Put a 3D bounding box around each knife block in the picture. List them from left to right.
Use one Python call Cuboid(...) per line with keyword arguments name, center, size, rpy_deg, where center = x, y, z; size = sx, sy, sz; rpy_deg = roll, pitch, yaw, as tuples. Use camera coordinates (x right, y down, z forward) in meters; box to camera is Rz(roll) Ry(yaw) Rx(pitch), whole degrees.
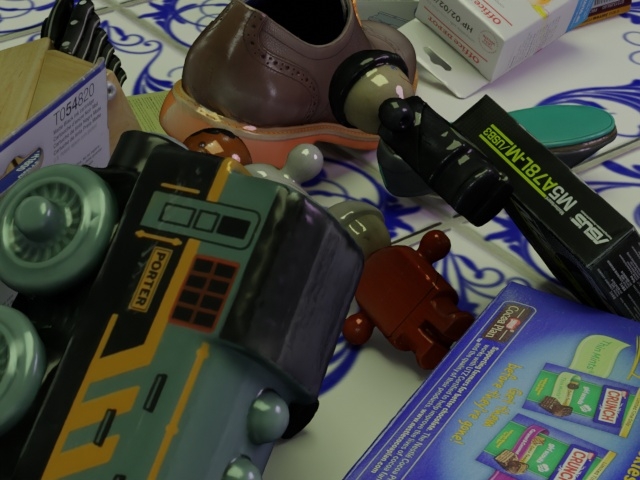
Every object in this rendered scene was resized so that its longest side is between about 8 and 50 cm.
Cuboid(name="knife block", center=(-0.258, -0.085, 1.162), size=(0.275, 0.088, 0.242), rpy_deg=(-42, 40, -24))

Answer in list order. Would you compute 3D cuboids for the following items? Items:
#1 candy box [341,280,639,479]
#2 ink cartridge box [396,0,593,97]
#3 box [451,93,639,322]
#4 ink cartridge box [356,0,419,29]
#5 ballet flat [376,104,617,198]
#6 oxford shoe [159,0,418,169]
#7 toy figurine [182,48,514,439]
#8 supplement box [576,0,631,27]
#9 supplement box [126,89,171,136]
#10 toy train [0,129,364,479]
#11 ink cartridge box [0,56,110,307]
Cuboid(name="candy box", center=(0.190, 0.173, 0.802), size=(0.317, 0.122, 0.268), rpy_deg=(18, 35, 24))
Cuboid(name="ink cartridge box", center=(0.165, -0.221, 1.407), size=(0.181, 0.061, 0.104), rpy_deg=(-35, 68, -29))
Cuboid(name="box", center=(0.181, 0.010, 1.002), size=(0.045, 0.191, 0.184), rpy_deg=(-39, 42, 4))
Cuboid(name="ink cartridge box", center=(0.032, -0.240, 1.491), size=(0.207, 0.046, 0.097), rpy_deg=(-1, 32, -5))
Cuboid(name="ballet flat", center=(0.141, -0.067, 1.212), size=(0.203, 0.074, 0.074), rpy_deg=(-7, 34, -15))
Cuboid(name="oxford shoe", center=(0.008, -0.154, 1.230), size=(0.130, 0.133, 0.363), rpy_deg=(29, 24, 14))
Cuboid(name="toy figurine", center=(0.000, 0.000, 0.973), size=(0.209, 0.213, 0.148), rpy_deg=(-24, 53, -27))
Cuboid(name="supplement box", center=(0.227, -0.296, 1.557), size=(0.104, 0.081, 0.188), rpy_deg=(-19, 39, -29))
Cuboid(name="supplement box", center=(-0.121, -0.081, 1.228), size=(0.083, 0.056, 0.083), rpy_deg=(-11, 36, -19))
Cuboid(name="toy train", center=(-0.109, 0.098, 0.780), size=(0.190, 0.142, 0.334), rpy_deg=(11, 69, 29))
Cuboid(name="ink cartridge box", center=(-0.196, 0.026, 0.908), size=(0.045, 0.224, 0.223), rpy_deg=(15, 35, 18))
